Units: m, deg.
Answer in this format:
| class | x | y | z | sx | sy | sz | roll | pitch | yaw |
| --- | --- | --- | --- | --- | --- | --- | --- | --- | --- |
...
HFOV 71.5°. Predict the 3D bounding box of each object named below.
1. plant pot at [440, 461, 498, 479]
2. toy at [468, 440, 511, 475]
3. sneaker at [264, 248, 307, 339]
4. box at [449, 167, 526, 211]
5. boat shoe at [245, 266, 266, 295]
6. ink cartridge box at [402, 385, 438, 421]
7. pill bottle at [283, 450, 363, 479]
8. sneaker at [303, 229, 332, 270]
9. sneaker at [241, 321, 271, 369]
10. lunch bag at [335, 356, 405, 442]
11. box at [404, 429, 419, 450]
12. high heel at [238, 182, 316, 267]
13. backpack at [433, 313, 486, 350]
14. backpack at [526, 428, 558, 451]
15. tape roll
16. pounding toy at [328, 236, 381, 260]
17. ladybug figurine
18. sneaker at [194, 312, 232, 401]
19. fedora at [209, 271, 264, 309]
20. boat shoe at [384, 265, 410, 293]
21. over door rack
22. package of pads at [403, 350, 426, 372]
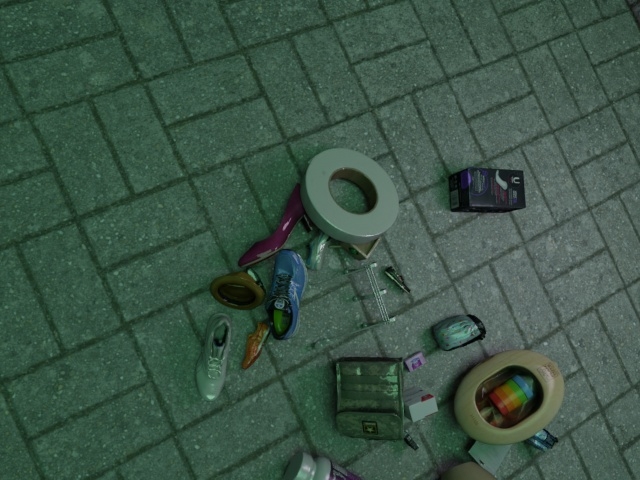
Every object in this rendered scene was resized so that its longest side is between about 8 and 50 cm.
| class | x | y | z | sx | sy | sz | roll | pitch | yaw |
| --- | --- | --- | --- | --- | --- | --- | --- | --- | --- |
| plant pot | 0.549 | 0.936 | 1.635 | 0.283 | 0.284 | 0.191 | -7 | 50 | -15 |
| toy | 0.688 | 0.794 | 1.775 | 0.237 | 0.056 | 0.137 | -43 | 91 | -21 |
| sneaker | -0.120 | 0.194 | 1.562 | 0.129 | 0.147 | 0.331 | 2 | 92 | 8 |
| box | 0.697 | -0.206 | 1.862 | 0.270 | 0.143 | 0.166 | 1 | 84 | -15 |
| boat shoe | -0.235 | 0.153 | 1.630 | 0.046 | 0.038 | 0.125 | -27 | 90 | -16 |
| ink cartridge box | 0.350 | 0.609 | 1.664 | 0.109 | 0.150 | 0.063 | -16 | 91 | -16 |
| pill bottle | 0.028 | 0.862 | 1.537 | 0.301 | 0.169 | 0.169 | 34 | 76 | -8 |
| sneaker | 0.000 | 0.000 | 1.692 | 0.086 | 0.085 | 0.237 | 17 | 70 | 15 |
| sneaker | -0.240 | 0.377 | 1.597 | 0.067 | 0.064 | 0.175 | 23 | 71 | 10 |
| lunch bag | 0.179 | 0.568 | 1.583 | 0.235 | 0.169 | 0.288 | -3 | 83 | 14 |
| box | 0.327 | 0.748 | 1.681 | 0.018 | 0.067 | 0.083 | -38 | 92 | -16 |
| high heel | -0.173 | -0.054 | 1.637 | 0.377 | 0.127 | 0.181 | -33 | 90 | -26 |
| backpack | 0.541 | 0.362 | 1.759 | 0.181 | 0.152 | 0.115 | -23 | 83 | -4 |
| backpack | 0.871 | 0.789 | 1.797 | 0.114 | 0.105 | 0.084 | 41 | 76 | -6 |
| tape roll | 0.111 | -0.173 | 1.680 | 0.391 | 0.072 | 0.393 | 10 | 60 | -18 |
| pounding toy | 0.133 | 0.007 | 1.725 | 0.130 | 0.100 | 0.141 | 41 | 69 | -12 |
| ladybug figurine | 0.723 | 0.602 | 1.719 | 0.448 | 0.162 | 0.305 | -28 | 63 | -3 |
| sneaker | -0.365 | 0.399 | 1.518 | 0.110 | 0.129 | 0.298 | 7 | 82 | -15 |
| fedora | -0.289 | 0.166 | 1.575 | 0.194 | 0.194 | 0.079 | 18 | 42 | -11 |
| boat shoe | 0.312 | 0.158 | 1.765 | 0.133 | 0.049 | 0.042 | 45 | 83 | 0 |
| over door rack | 0.096 | 0.238 | 1.680 | 0.323 | 0.108 | 0.240 | -19 | 87 | -2 |
| package of pads | 0.370 | 0.476 | 1.746 | 0.083 | 0.032 | 0.050 | -26 | 88 | -16 |
